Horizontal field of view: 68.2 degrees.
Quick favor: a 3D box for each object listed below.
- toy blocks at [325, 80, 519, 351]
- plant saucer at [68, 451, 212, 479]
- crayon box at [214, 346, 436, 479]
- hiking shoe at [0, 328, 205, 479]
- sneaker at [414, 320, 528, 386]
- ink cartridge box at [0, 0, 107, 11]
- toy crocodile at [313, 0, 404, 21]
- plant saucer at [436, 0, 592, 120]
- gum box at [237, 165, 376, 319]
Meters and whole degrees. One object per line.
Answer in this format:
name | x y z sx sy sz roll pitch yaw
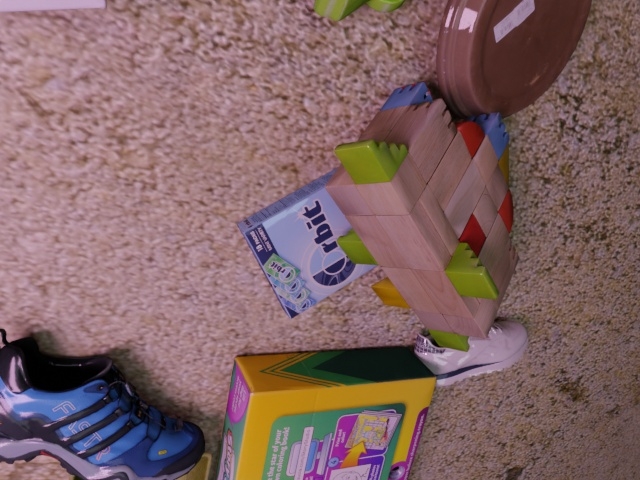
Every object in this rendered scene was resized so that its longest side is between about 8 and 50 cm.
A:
toy blocks | 0.175 -0.061 0.644 0.381 0.191 0.260 51 58 -32
plant saucer | -0.270 0.386 0.699 0.189 0.045 0.188 4 108 -27
crayon box | -0.005 0.361 0.777 0.313 0.106 0.362 4 108 -25
hiking shoe | -0.270 0.219 0.593 0.304 0.113 0.132 27 98 -30
sneaker | 0.277 0.181 0.850 0.235 0.090 0.094 -15 106 -20
ink cartridge box | -0.334 -0.304 0.305 0.310 0.130 0.271 -12 132 -21
toy crocodile | 0.125 -0.372 0.541 0.341 0.115 0.105 -39 95 -7
plant saucer | 0.273 -0.287 0.641 0.278 0.041 0.277 -20 132 -24
gum box | 0.000 0.000 0.671 0.185 0.041 0.156 -30 119 -11
